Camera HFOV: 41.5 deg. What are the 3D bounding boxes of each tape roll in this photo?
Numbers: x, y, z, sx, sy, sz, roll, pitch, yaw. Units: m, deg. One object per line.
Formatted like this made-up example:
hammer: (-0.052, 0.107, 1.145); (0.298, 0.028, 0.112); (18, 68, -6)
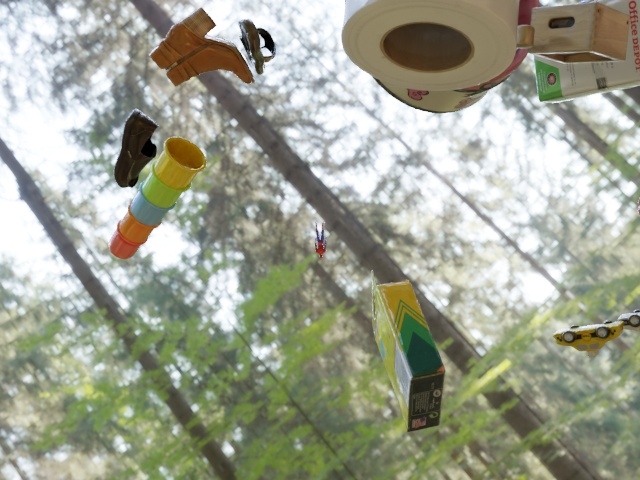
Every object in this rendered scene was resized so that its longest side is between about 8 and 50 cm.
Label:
tape roll: (0.159, -0.343, 1.196); (0.246, 0.246, 0.169); (67, -152, -68)

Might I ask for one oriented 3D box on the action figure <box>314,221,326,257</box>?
action figure: (0.000, 0.000, 2.647); (0.038, 0.115, 0.030); (-1, 12, 1)

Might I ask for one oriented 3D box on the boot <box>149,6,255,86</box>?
boot: (-0.244, -0.367, 1.758); (0.152, 0.197, 0.073); (-40, 21, 7)

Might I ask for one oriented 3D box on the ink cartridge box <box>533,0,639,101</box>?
ink cartridge box: (0.671, -0.462, 2.041); (0.289, 0.211, 0.121); (-5, 1, 40)

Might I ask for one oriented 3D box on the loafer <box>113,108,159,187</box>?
loafer: (-0.420, -0.196, 1.942); (0.220, 0.078, 0.080); (113, 179, -45)

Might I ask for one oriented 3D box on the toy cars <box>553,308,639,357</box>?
toy cars: (0.853, 0.259, 2.380); (0.393, 0.087, 0.176); (-12, -1, -12)

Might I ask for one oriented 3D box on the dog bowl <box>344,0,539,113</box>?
dog bowl: (0.259, -0.467, 1.680); (0.408, 0.408, 0.150); (-32, 11, -24)

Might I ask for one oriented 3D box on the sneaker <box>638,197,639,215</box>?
sneaker: (0.601, -0.135, 1.331); (0.103, 0.111, 0.252); (5, -73, -62)

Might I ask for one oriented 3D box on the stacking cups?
stacking cups: (-0.356, -0.075, 1.760); (0.096, 0.096, 0.316); (-12, -30, -53)

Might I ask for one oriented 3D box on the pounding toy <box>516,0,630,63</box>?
pounding toy: (0.414, -0.376, 1.499); (0.206, 0.181, 0.094); (0, -84, -45)

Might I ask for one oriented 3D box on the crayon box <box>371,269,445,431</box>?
crayon box: (0.188, 0.234, 1.885); (0.081, 0.319, 0.202); (-11, -44, -8)

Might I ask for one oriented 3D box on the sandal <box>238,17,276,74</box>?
sandal: (-0.118, -0.381, 1.626); (0.060, 0.090, 0.219); (-25, -4, -3)
